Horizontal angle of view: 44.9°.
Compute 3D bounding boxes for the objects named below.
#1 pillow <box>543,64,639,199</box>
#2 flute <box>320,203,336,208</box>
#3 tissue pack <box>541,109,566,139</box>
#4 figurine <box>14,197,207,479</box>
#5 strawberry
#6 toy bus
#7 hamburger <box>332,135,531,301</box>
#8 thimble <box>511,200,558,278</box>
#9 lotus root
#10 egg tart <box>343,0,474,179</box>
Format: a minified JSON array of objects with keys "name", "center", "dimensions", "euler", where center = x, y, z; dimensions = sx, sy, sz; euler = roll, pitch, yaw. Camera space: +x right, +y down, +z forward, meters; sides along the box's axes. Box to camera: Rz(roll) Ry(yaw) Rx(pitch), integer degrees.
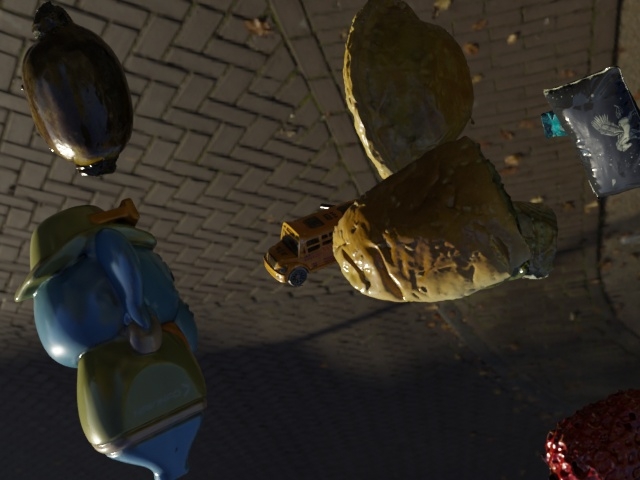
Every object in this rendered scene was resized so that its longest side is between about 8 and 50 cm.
[{"name":"pillow","center":[0.446,-0.164,1.202],"dimensions":[0.141,0.055,0.208],"euler":[-13,116,53]},{"name":"flute","center":[0.098,-0.066,1.801],"dimensions":[0.270,0.014,0.014],"euler":[11,161,43]},{"name":"tissue pack","center":[0.454,-0.211,1.336],"dimensions":[0.138,0.027,0.085],"euler":[-3,153,23]},{"name":"figurine","center":[-0.196,0.093,0.742],"dimensions":[0.154,0.261,0.180],"euler":[-16,-173,-9]},{"name":"strawberry","center":[0.510,0.373,1.350],"dimensions":[0.190,0.111,0.236],"euler":[35,98,-7]},{"name":"toy bus","center":[0.000,0.000,1.086],"dimensions":[0.162,0.069,0.074],"euler":[-20,125,-21]},{"name":"hamburger","center":[0.109,-0.004,0.835],"dimensions":[0.208,0.155,0.135],"euler":[-19,134,10]},{"name":"thimble","center":[0.418,0.001,1.651],"dimensions":[0.144,0.190,0.137],"euler":[8,141,1]},{"name":"lotus root","center":[-0.285,-0.178,0.917],"dimensions":[0.120,0.120,0.209],"euler":[-11,104,18]},{"name":"egg tart","center":[0.152,-0.239,1.210],"dimensions":[0.128,0.318,0.319],"euler":[-9,147,32]}]
